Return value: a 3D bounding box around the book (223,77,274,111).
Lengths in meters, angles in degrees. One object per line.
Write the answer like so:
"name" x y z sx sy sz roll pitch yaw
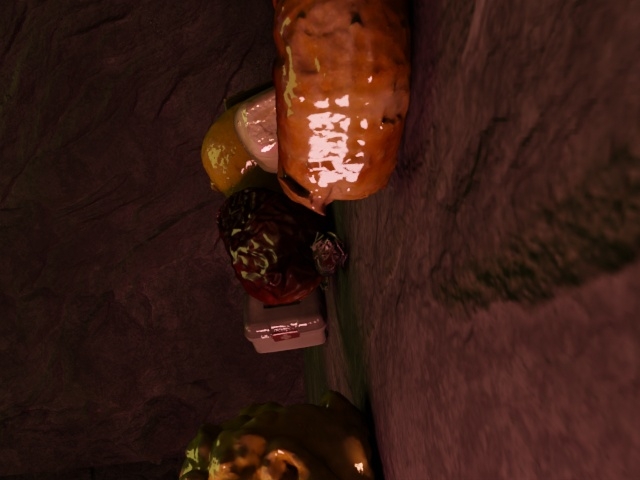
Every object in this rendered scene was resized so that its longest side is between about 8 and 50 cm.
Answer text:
"book" -0.142 -0.362 1.289 0.018 0.242 0.170 51 159 25

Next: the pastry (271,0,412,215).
"pastry" 0.011 -0.134 0.385 0.218 0.100 0.229 114 153 -80

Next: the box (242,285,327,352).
"box" -0.088 0.196 1.216 0.129 0.210 0.148 80 -178 -48

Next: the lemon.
"lemon" -0.152 -0.224 1.191 0.260 0.284 0.260 -12 -90 -87

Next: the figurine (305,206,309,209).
"figurine" -0.107 -0.036 1.411 0.338 0.204 0.283 124 169 -62

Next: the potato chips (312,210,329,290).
"potato chips" -0.004 0.000 1.106 0.202 0.029 0.220 -101 7 -59

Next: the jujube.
"jujube" -0.115 -0.002 1.008 0.342 0.216 0.216 35 134 51

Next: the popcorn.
"popcorn" -0.050 0.318 0.596 0.242 0.250 0.235 -126 41 -78

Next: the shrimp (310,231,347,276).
"shrimp" 0.013 0.018 0.757 0.165 0.056 0.065 108 164 -70

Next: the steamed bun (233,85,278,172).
"steamed bun" -0.057 -0.187 0.843 0.239 0.170 0.152 -139 26 -83
